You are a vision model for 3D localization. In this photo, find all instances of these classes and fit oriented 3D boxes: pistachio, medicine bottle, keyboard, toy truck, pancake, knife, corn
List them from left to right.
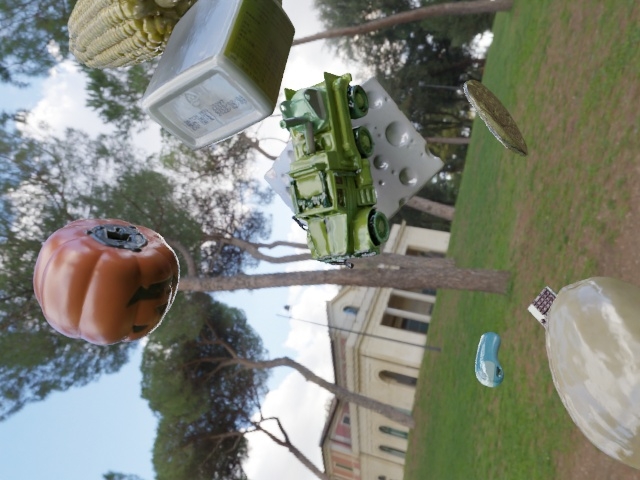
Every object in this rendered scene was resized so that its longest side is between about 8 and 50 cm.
[{"bbox_3d":[-0.294,-0.329,0.739,0.130,0.346,0.130,-5,-83,-42],"label":"corn"},{"bbox_3d":[-0.100,-0.207,0.531,0.088,0.132,0.189,38,-129,-40],"label":"medicine bottle"},{"bbox_3d":[0.000,-0.095,0.691,0.135,0.128,0.260,-15,-85,-56],"label":"toy truck"},{"bbox_3d":[0.409,0.284,1.188,0.222,0.064,0.031,-45,-44,-62],"label":"knife"},{"bbox_3d":[0.457,-0.312,1.265,0.250,0.031,0.250,31,-140,-29],"label":"pancake"},{"bbox_3d":[0.377,0.141,0.741,0.055,0.017,0.166,-65,31,27],"label":"keyboard"},{"bbox_3d":[0.242,0.099,0.395,0.113,0.113,0.149,73,174,-55],"label":"pistachio"}]

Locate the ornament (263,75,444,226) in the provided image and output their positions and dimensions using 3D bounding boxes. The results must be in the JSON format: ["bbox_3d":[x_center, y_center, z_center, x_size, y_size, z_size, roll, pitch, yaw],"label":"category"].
[{"bbox_3d":[0.062,-0.147,1.054,0.239,0.240,0.240,-42,5,-21],"label":"ornament"}]

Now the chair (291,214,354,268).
[{"bbox_3d":[0.000,0.000,1.520,0.106,0.229,0.113,50,-125,-49],"label":"chair"}]

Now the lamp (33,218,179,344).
[{"bbox_3d":[-0.298,0.062,0.693,0.187,0.187,0.164,-30,-38,-67],"label":"lamp"}]
